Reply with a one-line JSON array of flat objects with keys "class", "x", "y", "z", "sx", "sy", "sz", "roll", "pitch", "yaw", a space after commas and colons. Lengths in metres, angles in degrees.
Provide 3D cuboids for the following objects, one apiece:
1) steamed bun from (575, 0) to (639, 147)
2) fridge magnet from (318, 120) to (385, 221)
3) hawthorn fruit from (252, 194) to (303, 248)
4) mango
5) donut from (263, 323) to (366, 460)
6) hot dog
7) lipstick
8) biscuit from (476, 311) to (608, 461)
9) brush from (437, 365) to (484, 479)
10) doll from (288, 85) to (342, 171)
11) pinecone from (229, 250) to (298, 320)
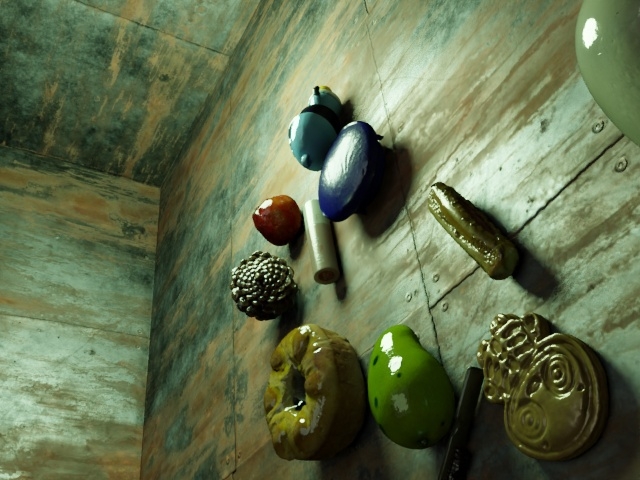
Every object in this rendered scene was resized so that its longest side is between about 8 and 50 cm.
[{"class": "steamed bun", "x": 0.442, "y": -0.206, "z": 0.815, "sx": 0.206, "sy": 0.324, "sz": 0.324, "roll": -44, "pitch": 32, "yaw": 7}, {"class": "fridge magnet", "x": 0.076, "y": -0.174, "z": 1.785, "sx": 0.265, "sy": 0.113, "sz": 0.265, "roll": -40, "pitch": 42, "yaw": 49}, {"class": "hawthorn fruit", "x": -0.121, "y": -0.052, "z": 2.116, "sx": 0.148, "sy": 0.148, "sz": 0.172, "roll": -45, "pitch": 65, "yaw": 46}, {"class": "mango", "x": 0.162, "y": 0.274, "z": 1.338, "sx": 0.293, "sy": 0.143, "sz": 0.175, "roll": -106, "pitch": 38, "yaw": -62}, {"class": "donut", "x": -0.017, "y": 0.356, "z": 1.637, "sx": 0.299, "sy": 0.150, "sz": 0.317, "roll": -20, "pitch": 58, "yaw": 60}, {"class": "hot dog", "x": 0.287, "y": -0.024, "z": 1.329, "sx": 0.289, "sy": 0.068, "sz": 0.083, "roll": -122, "pitch": 29, "yaw": -52}, {"class": "lipstick", "x": 0.000, "y": 0.000, "z": 1.891, "sx": 0.070, "sy": 0.070, "sz": 0.254, "roll": -53, "pitch": 33, "yaw": 38}, {"class": "biscuit", "x": 0.340, "y": 0.220, "z": 1.115, "sx": 0.202, "sy": 0.044, "sz": 0.288, "roll": -65, "pitch": 29, "yaw": 21}, {"class": "brush", "x": 0.250, "y": 0.345, "z": 1.228, "sx": 0.036, "sy": 0.043, "sz": 0.248, "roll": 15, "pitch": 89, "yaw": 48}, {"class": "doll", "x": -0.012, "y": -0.311, "z": 1.972, "sx": 0.141, "sy": 0.177, "sz": 0.314, "roll": -6, "pitch": 42, "yaw": 19}, {"class": "pinecone", "x": -0.165, "y": 0.141, "z": 2.031, "sx": 0.208, "sy": 0.208, "sz": 0.207, "roll": -41, "pitch": 41, "yaw": 50}]
